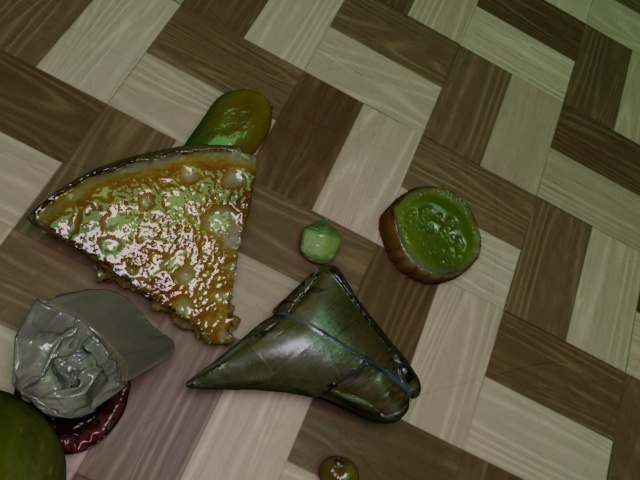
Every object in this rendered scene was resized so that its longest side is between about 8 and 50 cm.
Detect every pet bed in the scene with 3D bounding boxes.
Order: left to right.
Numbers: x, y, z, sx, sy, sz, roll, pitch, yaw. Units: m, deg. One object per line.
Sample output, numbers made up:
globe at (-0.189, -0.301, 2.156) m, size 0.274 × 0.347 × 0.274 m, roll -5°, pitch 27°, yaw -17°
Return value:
pet bed at (-0.434, 0.268, 1.019) m, size 0.201 × 0.053 × 0.201 m, roll 10°, pitch 60°, yaw -18°

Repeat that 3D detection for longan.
longan at (0.035, 0.433, 1.081) m, size 0.075 × 0.083 × 0.075 m, roll 3°, pitch 32°, yaw -2°

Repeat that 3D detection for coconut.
coconut at (0.000, 0.000, 1.236) m, size 0.088 × 0.088 × 0.096 m, roll 17°, pitch 95°, yaw -9°

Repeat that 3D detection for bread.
bread at (0.250, -0.015, 1.320) m, size 0.236 × 0.070 × 0.236 m, roll 5°, pitch 70°, yaw -14°

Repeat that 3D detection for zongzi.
zongzi at (-0.020, 0.266, 1.083) m, size 0.360 × 0.160 × 0.323 m, roll -36°, pitch 82°, yaw -25°

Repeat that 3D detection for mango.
mango at (-0.195, -0.232, 1.266) m, size 0.137 × 0.091 × 0.237 m, roll 28°, pitch 71°, yaw 2°

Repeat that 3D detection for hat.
hat at (-0.388, 0.199, 1.002) m, size 0.214 × 0.245 × 0.149 m, roll 40°, pitch 96°, yaw 17°

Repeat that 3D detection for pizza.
pizza at (-0.288, 0.026, 1.129) m, size 0.440 × 0.130 × 0.405 m, roll -20°, pitch 90°, yaw -21°

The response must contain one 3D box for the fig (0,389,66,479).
fig at (-0.499, 0.361, 0.791) m, size 0.316 × 0.316 × 0.316 m, roll 6°, pitch 68°, yaw -14°
